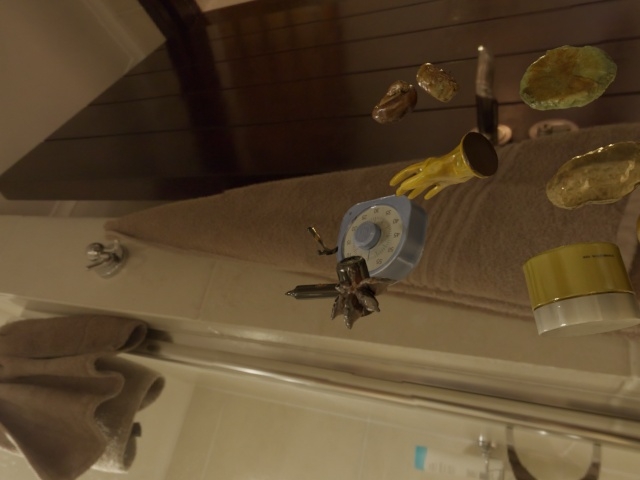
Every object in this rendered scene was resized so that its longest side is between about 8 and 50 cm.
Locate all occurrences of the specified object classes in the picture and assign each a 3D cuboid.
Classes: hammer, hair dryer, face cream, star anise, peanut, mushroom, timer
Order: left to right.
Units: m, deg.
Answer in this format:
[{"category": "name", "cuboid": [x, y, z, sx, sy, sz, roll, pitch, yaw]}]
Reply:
[{"category": "hammer", "cuboid": [0.000, 0.000, 1.554, 0.201, 0.078, 0.021, -126, 35, -58]}, {"category": "hair dryer", "cuboid": [0.012, 0.159, 1.551, 0.107, 0.352, 0.189, -37, -64, -55]}, {"category": "star anise", "cuboid": [0.091, 0.144, 1.179, 0.063, 0.208, 0.172, 40, -100, -29]}, {"category": "timer", "cuboid": [0.221, 0.015, 1.776, 0.173, 0.395, 0.395, 29, -116, -38]}, {"category": "mushroom", "cuboid": [0.179, -0.338, 1.112, 0.087, 0.127, 0.127, 58, -143, -18]}, {"category": "face cream", "cuboid": [0.618, 0.123, 1.084, 0.218, 0.218, 0.179, 39, -137, -60]}, {"category": "peanut", "cuboid": [0.642, -0.145, 1.044, 0.129, 0.224, 0.129, 37, -136, -46]}]

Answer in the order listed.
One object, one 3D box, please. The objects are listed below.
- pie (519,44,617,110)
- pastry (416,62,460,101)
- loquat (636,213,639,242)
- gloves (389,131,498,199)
[{"category": "pie", "cuboid": [0.816, -0.539, 1.512, 0.071, 0.306, 0.306, 45, -130, -39]}, {"category": "pastry", "cuboid": [0.375, -0.506, 1.455, 0.153, 0.081, 0.153, 23, -138, -23]}, {"category": "loquat", "cuboid": [0.864, -0.031, 1.112, 0.195, 0.152, 0.152, -60, -24, 9]}, {"category": "gloves", "cuboid": [0.307, -0.167, 1.191, 0.133, 0.294, 0.116, 33, -120, -20]}]
